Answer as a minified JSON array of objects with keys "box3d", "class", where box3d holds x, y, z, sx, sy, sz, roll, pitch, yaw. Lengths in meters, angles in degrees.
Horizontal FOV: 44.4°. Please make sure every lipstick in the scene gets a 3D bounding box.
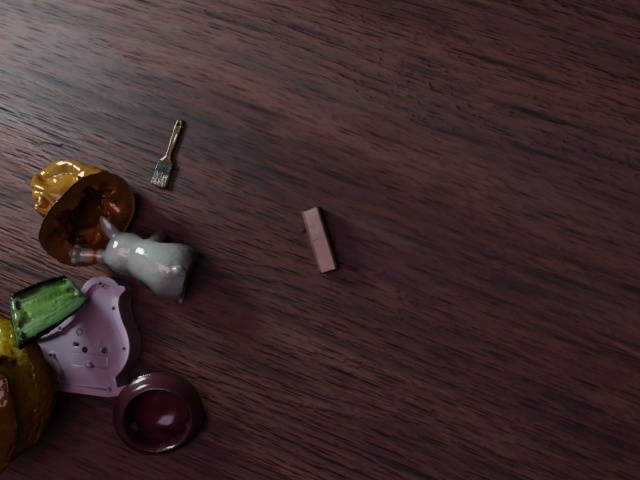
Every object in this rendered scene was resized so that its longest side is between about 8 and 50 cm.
[{"box3d":[0.000,0.000,1.745,0.045,0.045,0.145,-18,84,12],"class":"lipstick"}]

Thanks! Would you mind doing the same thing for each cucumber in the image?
[{"box3d":[-0.611,0.158,1.719,0.115,0.193,0.085,40,137,13],"class":"cucumber"}]

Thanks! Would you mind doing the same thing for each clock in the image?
[{"box3d":[-0.563,0.219,1.835,0.290,0.080,0.275,1,87,11],"class":"clock"}]

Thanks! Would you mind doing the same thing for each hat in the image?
[{"box3d":[-0.585,-0.103,1.835,0.233,0.244,0.233,-32,52,-18],"class":"hat"},{"box3d":[-0.364,0.387,1.773,0.206,0.089,0.205,-1,103,-3],"class":"hat"}]

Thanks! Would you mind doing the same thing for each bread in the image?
[{"box3d":[-0.750,0.332,1.756,0.337,0.204,0.358,36,124,18],"class":"bread"}]

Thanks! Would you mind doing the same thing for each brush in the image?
[{"box3d":[-0.356,-0.205,1.845,0.043,0.014,0.169,19,90,14],"class":"brush"}]

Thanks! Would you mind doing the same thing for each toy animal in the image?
[{"box3d":[-0.414,0.036,1.784,0.283,0.138,0.140,19,89,14],"class":"toy animal"}]
